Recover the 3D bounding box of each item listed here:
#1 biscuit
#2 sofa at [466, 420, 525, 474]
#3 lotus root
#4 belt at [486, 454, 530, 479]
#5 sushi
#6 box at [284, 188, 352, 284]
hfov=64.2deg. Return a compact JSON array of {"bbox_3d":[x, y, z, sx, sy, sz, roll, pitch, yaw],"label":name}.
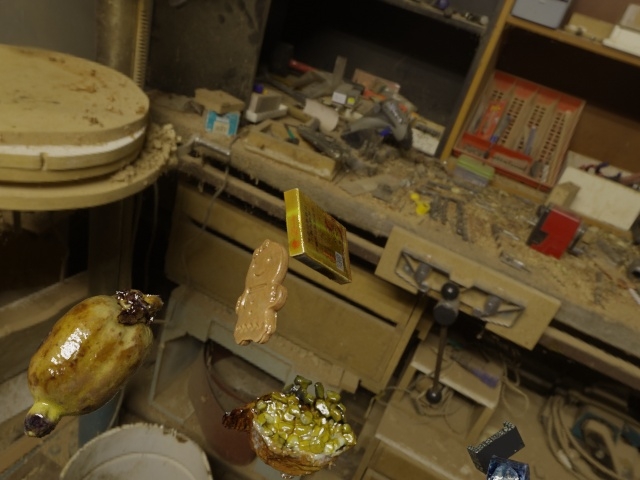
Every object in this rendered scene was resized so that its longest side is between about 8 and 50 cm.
[{"bbox_3d":[-0.096,0.082,0.832,0.027,0.184,0.133,26,-17,-31],"label":"biscuit"},{"bbox_3d":[0.390,0.459,1.135,0.118,0.060,0.039,-28,9,-15],"label":"sofa"},{"bbox_3d":[-0.426,0.213,0.941,0.169,0.141,0.314,48,57,-18],"label":"lotus root"},{"bbox_3d":[0.354,0.502,0.957,0.082,0.190,0.141,3,7,29],"label":"belt"},{"bbox_3d":[-0.062,0.427,1.166,0.296,0.179,0.167,24,41,6],"label":"sushi"},{"bbox_3d":[0.000,0.000,0.669,0.156,0.022,0.089,33,48,-61],"label":"box"}]
